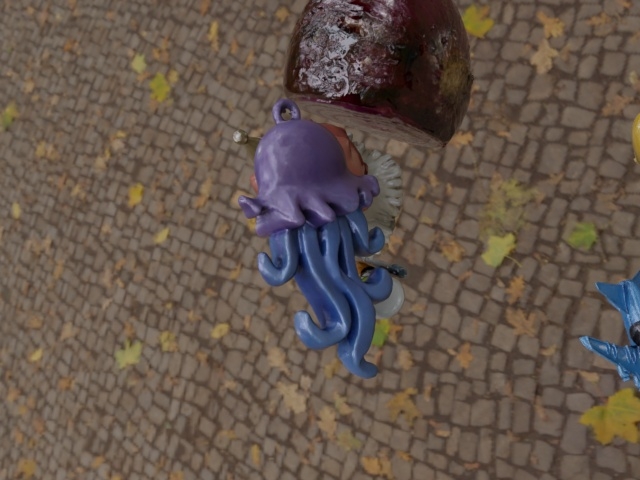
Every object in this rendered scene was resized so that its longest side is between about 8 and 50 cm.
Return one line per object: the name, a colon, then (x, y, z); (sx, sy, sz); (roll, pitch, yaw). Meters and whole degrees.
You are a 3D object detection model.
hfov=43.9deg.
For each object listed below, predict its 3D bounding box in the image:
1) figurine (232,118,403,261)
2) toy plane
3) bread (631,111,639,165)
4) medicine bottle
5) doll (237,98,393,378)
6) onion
figurine: (-0.003, -0.067, 1.044); (0.166, 0.387, 0.207); (-24, 77, 24)
toy plane: (0.554, 0.181, 1.318); (0.271, 0.254, 0.105); (67, 151, 17)
bread: (0.440, -0.107, 0.949); (0.134, 0.173, 0.085); (14, 96, 25)
medicine bottle: (0.065, 0.052, 1.161); (0.220, 0.092, 0.061); (-151, 46, -68)
doll: (0.000, 0.000, 0.556); (0.067, 0.109, 0.206); (-17, 87, 54)
onion: (0.100, -0.299, 1.258); (0.281, 0.336, 0.260); (12, 90, 42)
